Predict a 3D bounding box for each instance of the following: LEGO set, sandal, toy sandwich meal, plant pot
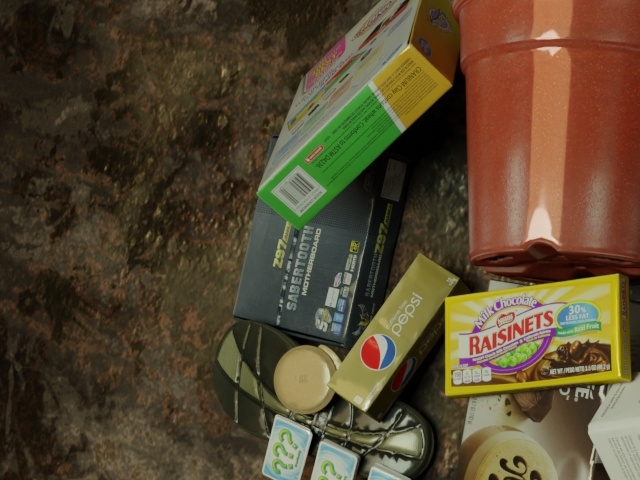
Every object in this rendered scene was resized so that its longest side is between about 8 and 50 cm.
[{"bbox_3d":[-0.013,0.342,2.047,0.182,0.060,0.244,24,113,23],"label":"LEGO set"},{"bbox_3d":[0.000,0.195,2.099,0.302,0.086,0.120,28,94,25],"label":"sandal"},{"bbox_3d":[-0.012,0.154,2.047,0.085,0.029,0.086,-3,82,22],"label":"toy sandwich meal"},{"bbox_3d":[0.254,-0.099,1.804,0.272,0.272,0.265,-3,77,40],"label":"plant pot"}]

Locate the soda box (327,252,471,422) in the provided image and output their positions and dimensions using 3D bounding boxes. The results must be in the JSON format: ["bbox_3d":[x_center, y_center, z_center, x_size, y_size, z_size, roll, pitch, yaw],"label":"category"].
[{"bbox_3d":[0.088,0.107,2.009,0.058,0.061,0.181,33,85,24],"label":"soda box"}]

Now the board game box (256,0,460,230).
[{"bbox_3d":[0.055,-0.174,2.001,0.242,0.064,0.316,-43,14,26],"label":"board game box"}]

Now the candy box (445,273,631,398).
[{"bbox_3d":[0.213,0.096,1.812,0.205,0.027,0.105,-10,70,38],"label":"candy box"}]

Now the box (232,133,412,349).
[{"bbox_3d":[0.000,0.000,2.145,0.183,0.059,0.233,13,89,42],"label":"box"}]

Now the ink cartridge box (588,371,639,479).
[{"bbox_3d":[0.397,0.203,1.697,0.237,0.100,0.172,-13,112,37],"label":"ink cartridge box"}]

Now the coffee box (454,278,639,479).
[{"bbox_3d":[0.244,0.199,1.862,0.168,0.119,0.297,9,87,41],"label":"coffee box"}]
